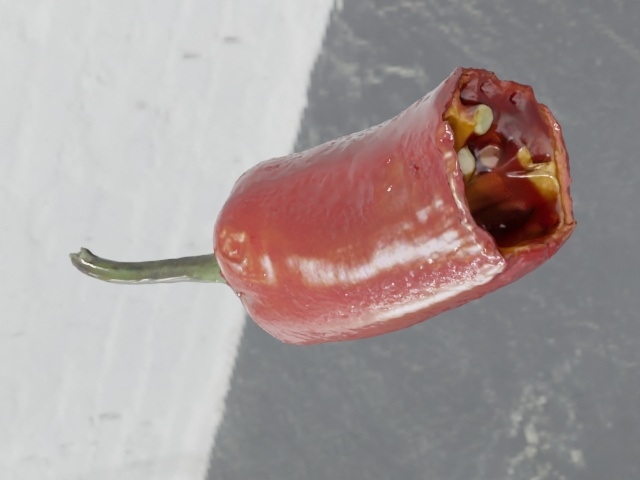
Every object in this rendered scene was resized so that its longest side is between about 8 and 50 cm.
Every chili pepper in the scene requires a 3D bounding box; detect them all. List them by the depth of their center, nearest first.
[{"bbox_3d":[0.003,0.004,0.964,0.338,0.131,0.134,-22,89,40],"label":"chili pepper"}]
